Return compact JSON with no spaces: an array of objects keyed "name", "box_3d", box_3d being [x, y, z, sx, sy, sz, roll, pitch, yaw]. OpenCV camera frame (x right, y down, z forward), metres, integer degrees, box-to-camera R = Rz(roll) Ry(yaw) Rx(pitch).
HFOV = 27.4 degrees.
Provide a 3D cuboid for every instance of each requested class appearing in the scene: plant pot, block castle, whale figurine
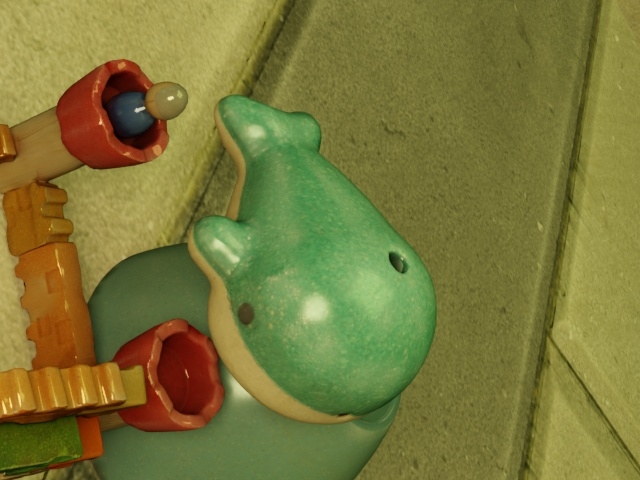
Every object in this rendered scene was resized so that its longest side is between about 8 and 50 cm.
[{"name":"plant pot","box_3d":[-0.045,0.122,1.163,0.290,0.195,0.290,32,48,-45]},{"name":"block castle","box_3d":[-0.259,0.014,0.871,0.453,0.213,0.303,1,73,-57]},{"name":"whale figurine","box_3d":[0.000,0.000,1.004,0.216,0.141,0.272,11,57,-42]}]
